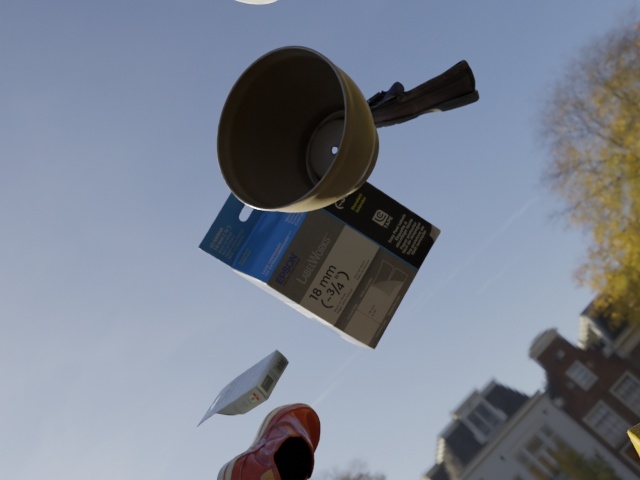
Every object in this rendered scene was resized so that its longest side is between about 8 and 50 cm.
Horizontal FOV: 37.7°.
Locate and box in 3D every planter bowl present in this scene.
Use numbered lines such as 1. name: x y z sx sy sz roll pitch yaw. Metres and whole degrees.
1. planter bowl: -0.009 -0.100 0.941 0.109 0.162 0.162 15 -65 -52

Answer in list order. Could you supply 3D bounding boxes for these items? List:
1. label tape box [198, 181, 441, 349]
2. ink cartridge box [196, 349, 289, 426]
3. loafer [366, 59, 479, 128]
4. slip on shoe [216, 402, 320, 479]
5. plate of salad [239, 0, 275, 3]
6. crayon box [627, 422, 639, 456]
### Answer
1. label tape box: 0.000 0.000 1.593 0.241 0.333 0.106 -60 14 -8
2. ink cartridge box: -0.156 0.311 1.895 0.179 0.045 0.145 -40 8 27
3. loafer: 0.186 -0.304 1.981 0.302 0.109 0.095 -16 -76 -12
4. slip on shoe: -0.050 0.330 1.421 0.101 0.123 0.331 -14 3 18
5. plate of salad: -0.128 -0.416 1.334 0.048 0.199 0.200 -62 -20 -23
6. crayon box: 0.491 0.226 1.040 0.323 0.083 0.203 -31 13 1
